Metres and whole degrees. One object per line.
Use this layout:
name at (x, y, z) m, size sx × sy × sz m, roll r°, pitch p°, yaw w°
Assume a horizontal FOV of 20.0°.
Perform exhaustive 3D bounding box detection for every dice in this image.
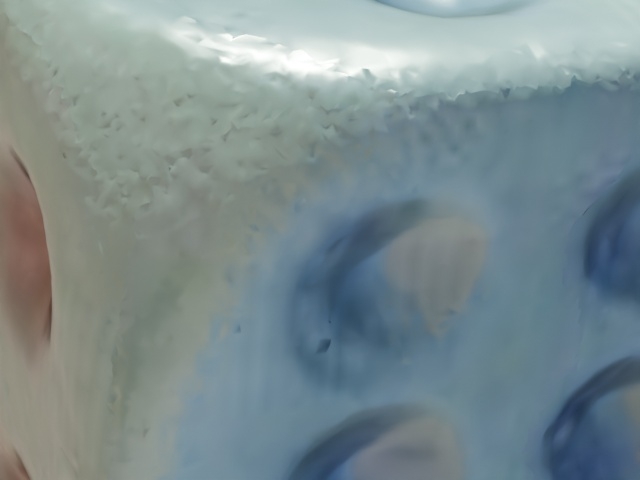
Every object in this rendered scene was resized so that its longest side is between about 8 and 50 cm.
dice at (0.000, 0.000, 0.650) m, size 0.262 × 0.264 × 0.268 m, roll 48°, pitch -39°, yaw 49°
